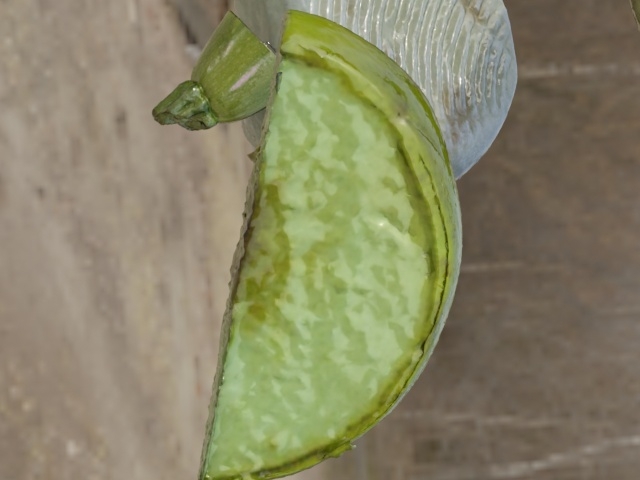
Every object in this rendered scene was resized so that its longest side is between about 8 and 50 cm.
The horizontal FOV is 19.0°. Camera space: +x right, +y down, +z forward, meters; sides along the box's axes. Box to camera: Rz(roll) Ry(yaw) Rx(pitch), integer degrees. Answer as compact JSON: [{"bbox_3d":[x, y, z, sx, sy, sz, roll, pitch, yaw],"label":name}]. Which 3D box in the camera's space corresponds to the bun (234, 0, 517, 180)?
[{"bbox_3d":[0.052,-0.198,2.082,0.194,0.354,0.354,-13,-102,52],"label":"bun"}]

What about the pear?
[{"bbox_3d":[0.004,-0.003,1.202,0.239,0.139,0.288,-117,-143,-72],"label":"pear"}]

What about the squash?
[{"bbox_3d":[-0.097,-0.145,1.870,0.105,0.132,0.105,45,-1,1],"label":"squash"}]

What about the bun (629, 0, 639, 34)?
[{"bbox_3d":[0.446,-0.273,1.871,0.361,0.213,0.361,-12,105,-52],"label":"bun"}]
